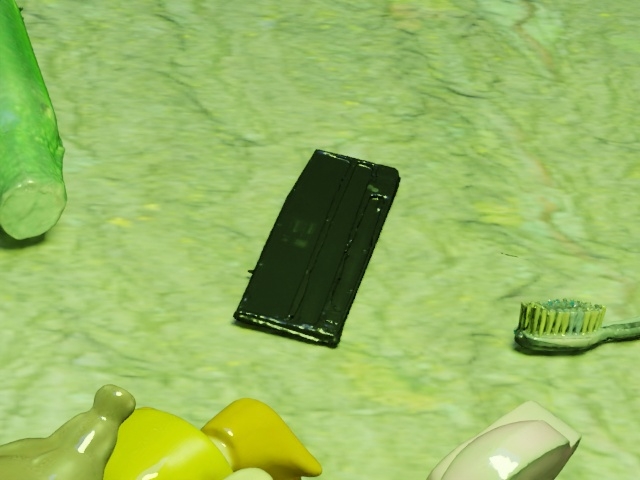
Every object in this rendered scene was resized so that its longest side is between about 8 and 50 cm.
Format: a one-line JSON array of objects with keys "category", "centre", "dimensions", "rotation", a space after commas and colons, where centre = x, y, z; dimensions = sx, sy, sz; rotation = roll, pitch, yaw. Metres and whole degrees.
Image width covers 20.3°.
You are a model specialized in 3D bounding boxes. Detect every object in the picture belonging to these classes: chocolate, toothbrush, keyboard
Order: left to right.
[{"category": "chocolate", "centre": [-0.263, -0.105, 1.443], "dimensions": [0.110, 0.110, 0.291], "rotation": [-7, 38, -19]}, {"category": "keyboard", "centre": [0.000, 0.000, 1.402], "dimensions": [0.087, 0.017, 0.250], "rotation": [13, 35, 7]}, {"category": "toothbrush", "centre": [0.336, 0.046, 1.378], "dimensions": [0.413, 0.042, 0.035], "rotation": [-5, 35, -21]}]

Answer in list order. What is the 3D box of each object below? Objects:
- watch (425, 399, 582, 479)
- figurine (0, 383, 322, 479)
[{"category": "watch", "centre": [0.078, 0.246, 0.931], "dimensions": [0.248, 0.211, 0.217], "rotation": [-27, 64, -29]}, {"category": "figurine", "centre": [-0.159, 0.177, 0.975], "dimensions": [0.344, 0.215, 0.187], "rotation": [-29, 92, -56]}]
